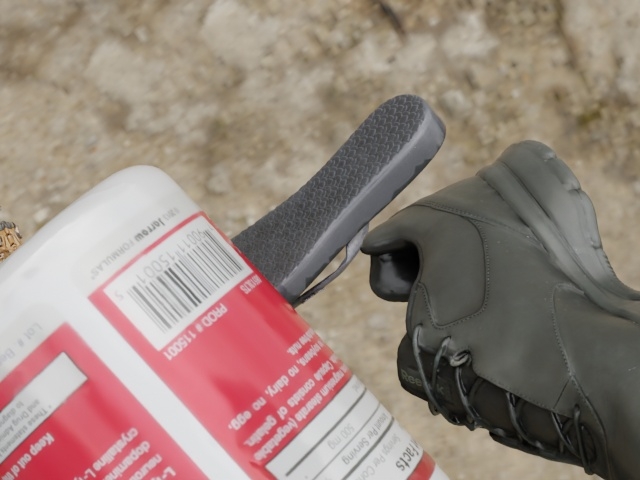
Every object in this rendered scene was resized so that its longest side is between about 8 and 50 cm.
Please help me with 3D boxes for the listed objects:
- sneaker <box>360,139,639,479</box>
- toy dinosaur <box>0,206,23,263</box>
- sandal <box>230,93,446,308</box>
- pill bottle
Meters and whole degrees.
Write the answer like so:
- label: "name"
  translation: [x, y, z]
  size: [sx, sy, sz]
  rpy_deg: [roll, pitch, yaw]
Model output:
- label: "sneaker"
  translation: [0.111, 0.064, 0.821]
  size: [0.130, 0.286, 0.109]
  rpy_deg: [-21, 125, -10]
- label: "toy dinosaur"
  translation: [-0.384, 0.029, 1.324]
  size: [0.322, 0.164, 0.218]
  rpy_deg: [-24, 87, 6]
- label: "sandal"
  translation: [0.001, 0.000, 1.245]
  size: [0.254, 0.097, 0.054]
  rpy_deg: [-42, 123, 4]
- label: "pill bottle"
  translation: [-0.059, 0.168, 1.097]
  size: [0.408, 0.229, 0.229]
  rpy_deg: [48, 58, 1]
